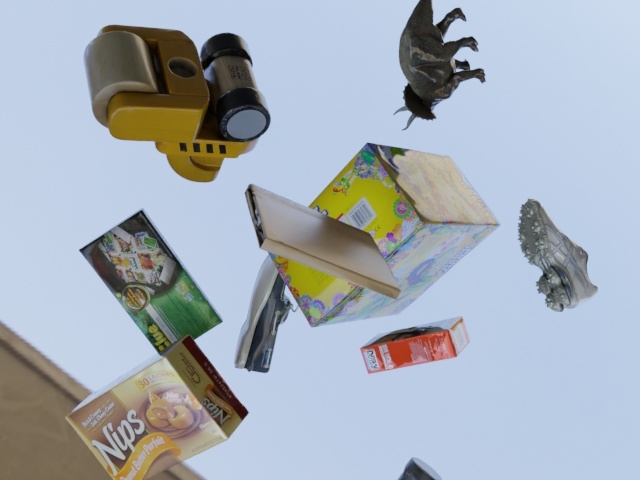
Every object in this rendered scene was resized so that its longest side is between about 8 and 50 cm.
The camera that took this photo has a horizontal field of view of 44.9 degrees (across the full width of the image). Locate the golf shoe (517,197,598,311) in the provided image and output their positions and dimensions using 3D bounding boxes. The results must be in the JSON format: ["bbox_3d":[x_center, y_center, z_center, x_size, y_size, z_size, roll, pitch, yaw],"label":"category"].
[{"bbox_3d":[0.357,0.017,1.166,0.086,0.069,0.176,-11,-104,-18],"label":"golf shoe"}]

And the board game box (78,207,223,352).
[{"bbox_3d":[-0.305,0.082,1.413,0.260,0.136,0.030,58,178,-18],"label":"board game box"}]

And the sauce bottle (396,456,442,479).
[{"bbox_3d":[0.094,0.547,1.393,0.111,0.344,0.111,37,-177,-3],"label":"sauce bottle"}]

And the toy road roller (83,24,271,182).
[{"bbox_3d":[-0.261,-0.228,1.397,0.329,0.241,0.203,0,-128,-27],"label":"toy road roller"}]

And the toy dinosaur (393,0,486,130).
[{"bbox_3d":[0.212,-0.342,1.462,0.160,0.314,0.121,-21,-136,-4],"label":"toy dinosaur"}]

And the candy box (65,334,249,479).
[{"bbox_3d":[-0.304,0.320,1.416,0.183,0.316,0.087,54,-147,-5],"label":"candy box"}]

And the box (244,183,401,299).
[{"bbox_3d":[0.000,0.000,1.032,0.201,0.021,0.164,23,-159,-23],"label":"box"}]

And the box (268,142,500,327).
[{"bbox_3d":[0.115,-0.004,1.396,0.279,0.290,0.177,0,-129,-52],"label":"box"}]

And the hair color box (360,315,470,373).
[{"bbox_3d":[0.165,0.182,1.349,0.093,0.167,0.053,-23,-85,-63],"label":"hair color box"}]

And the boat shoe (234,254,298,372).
[{"bbox_3d":[-0.095,0.138,1.480,0.079,0.255,0.095,15,-171,-16],"label":"boat shoe"}]
